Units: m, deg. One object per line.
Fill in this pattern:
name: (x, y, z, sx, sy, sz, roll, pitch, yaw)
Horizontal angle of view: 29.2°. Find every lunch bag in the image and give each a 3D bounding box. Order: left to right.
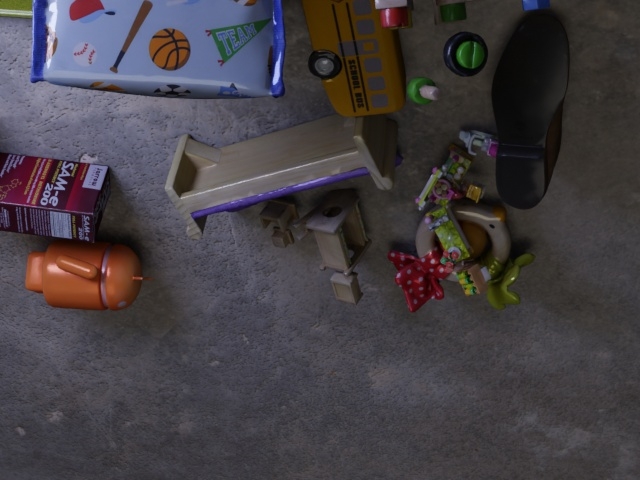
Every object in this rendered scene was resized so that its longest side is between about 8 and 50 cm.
lunch bag: (-0.220, -0.318, 1.667, 0.328, 0.385, 0.238, 5, 98, -9)

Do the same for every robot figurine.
robot figurine: (-0.420, 0.064, 2.221, 0.220, 0.128, 0.158, 3, 134, 4)

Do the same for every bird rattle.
bird rattle: (0.241, 0.016, 2.128, 0.254, 0.143, 0.206, 7, 124, 18)

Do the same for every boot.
boot: (0.332, -0.209, 1.895, 0.112, 0.115, 0.305, 15, 120, 24)

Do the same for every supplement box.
supplement box: (-0.490, -0.077, 2.094, 0.240, 0.130, 0.073, 7, 134, -1)

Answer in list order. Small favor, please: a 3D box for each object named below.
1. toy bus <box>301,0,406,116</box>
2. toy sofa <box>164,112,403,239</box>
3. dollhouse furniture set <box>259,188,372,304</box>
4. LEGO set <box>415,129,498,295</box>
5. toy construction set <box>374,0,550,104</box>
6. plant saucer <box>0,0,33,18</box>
toy bus: (0.038, -0.340, 1.785, 0.130, 0.108, 0.332, -4, 133, 11)
toy sofa: (-0.053, -0.108, 1.993, 0.363, 0.150, 0.177, -14, 129, 20)
dollhouse furniture set: (0.000, 0.000, 2.156, 0.161, 0.101, 0.182, 14, 140, 30)
LEGO set: (0.215, -0.038, 1.992, 0.132, 0.107, 0.287, 12, 111, 20)
toy construction set: (0.136, -0.383, 1.645, 0.257, 0.237, 0.308, -34, 109, -8)
plant saucer: (-0.446, -0.402, 1.834, 0.188, 0.045, 0.188, 5, 134, 4)
